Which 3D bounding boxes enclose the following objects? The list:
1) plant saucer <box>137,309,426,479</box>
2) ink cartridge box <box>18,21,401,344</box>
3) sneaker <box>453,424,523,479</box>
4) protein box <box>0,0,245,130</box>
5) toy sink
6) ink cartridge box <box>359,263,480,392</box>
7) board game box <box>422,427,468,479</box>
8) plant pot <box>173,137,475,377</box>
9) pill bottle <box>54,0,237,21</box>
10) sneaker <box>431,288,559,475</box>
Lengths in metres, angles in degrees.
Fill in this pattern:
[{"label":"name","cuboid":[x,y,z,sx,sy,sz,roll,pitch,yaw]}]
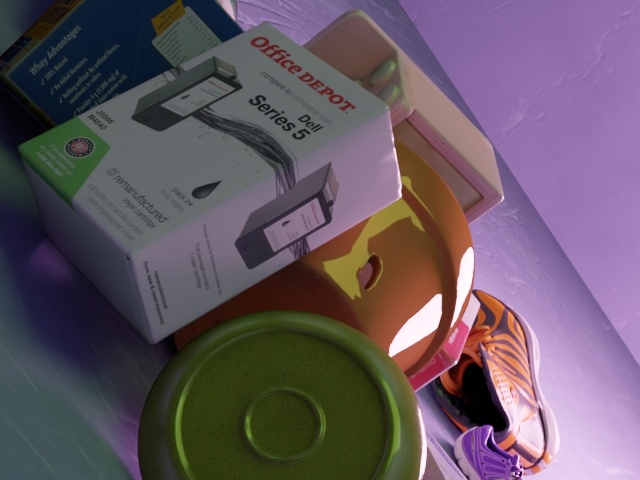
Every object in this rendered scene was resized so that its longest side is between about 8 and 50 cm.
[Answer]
[{"label":"plant saucer","cuboid":[-0.032,0.158,1.268,0.241,0.241,0.037,60,-15,25]},{"label":"ink cartridge box","cuboid":[-0.095,-0.060,1.364,0.198,0.273,0.114,39,-29,40]},{"label":"sneaker","cuboid":[0.235,0.310,1.953,0.170,0.071,0.068,58,17,16]},{"label":"protein box","cuboid":[-0.181,-0.163,1.524,0.201,0.200,0.136,46,-7,-20]},{"label":"toy sink","cuboid":[0.061,-0.102,1.639,0.234,0.153,0.131,44,22,-25]},{"label":"ink cartridge box","cuboid":[0.000,0.000,1.802,0.384,0.160,0.279,52,17,-2]},{"label":"board game box","cuboid":[0.183,0.358,1.562,0.318,0.066,0.318,52,4,-25]},{"label":"plant pot","cuboid":[-0.013,0.052,1.498,0.291,0.291,0.203,50,32,-9]},{"label":"pill bottle","cuboid":[-0.200,-0.306,1.829,0.204,0.204,0.361,45,18,-23]},{"label":"sneaker","cuboid":[0.224,0.163,2.140,0.180,0.125,0.321,39,21,-42]}]
